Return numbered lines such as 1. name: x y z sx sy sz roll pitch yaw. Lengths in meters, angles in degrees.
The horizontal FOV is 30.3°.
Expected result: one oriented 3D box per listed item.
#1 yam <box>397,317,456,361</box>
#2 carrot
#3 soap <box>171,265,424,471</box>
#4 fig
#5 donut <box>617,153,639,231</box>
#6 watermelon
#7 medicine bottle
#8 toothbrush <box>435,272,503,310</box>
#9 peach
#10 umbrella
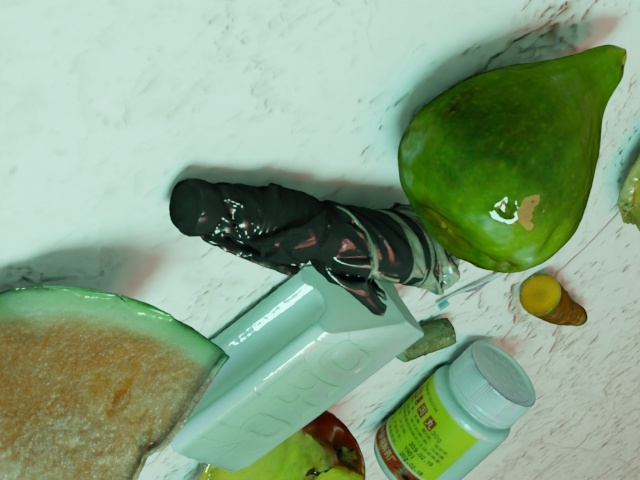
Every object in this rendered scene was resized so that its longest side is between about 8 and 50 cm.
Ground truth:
1. yam: 0.134 0.133 1.567 0.094 0.043 0.043 -20 147 -23
2. carrot: 0.347 0.096 1.701 0.061 0.061 0.209 -40 152 13
3. soap: -0.037 0.144 1.379 0.289 0.095 0.173 -38 150 9
4. fig: 0.209 -0.108 1.180 0.275 0.206 0.206 -49 151 -11
5. donut: 0.541 -0.096 1.497 0.330 0.160 0.330 -30 155 -16
6. watermelon: -0.306 0.145 1.064 0.222 0.319 0.292 50 55 -31
7. medicine bottle: 0.192 0.262 1.708 0.139 0.139 0.225 9 131 -48
8. toothbrush: 0.209 0.057 1.558 0.131 0.013 0.011 -28 154 -13
9. peach: -0.059 0.326 1.553 0.154 0.159 0.267 25 117 -43
10. umbrella: -0.004 -0.001 1.201 0.357 0.113 0.106 10 115 -41
